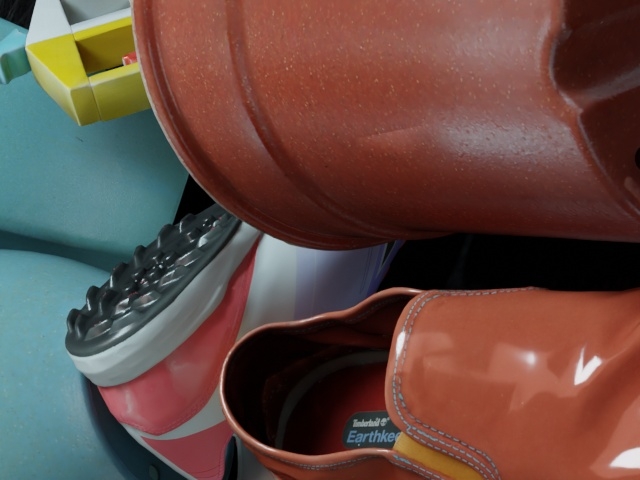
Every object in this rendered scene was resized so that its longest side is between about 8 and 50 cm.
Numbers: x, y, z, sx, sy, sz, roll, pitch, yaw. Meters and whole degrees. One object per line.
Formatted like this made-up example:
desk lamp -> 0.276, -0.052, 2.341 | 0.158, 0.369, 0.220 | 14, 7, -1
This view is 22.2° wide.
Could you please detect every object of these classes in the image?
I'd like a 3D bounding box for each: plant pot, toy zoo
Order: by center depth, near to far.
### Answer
plant pot -> 0.095, -0.113, 0.757 | 0.265, 0.272, 0.272 | 12, 76, 53
plant pot -> -0.168, 0.123, 0.978 | 0.195, 0.290, 0.290 | -24, 43, 29
toy zoo -> -0.084, -0.154, 1.120 | 0.293, 0.030, 0.192 | -18, 30, -8
plant pot -> -0.223, -0.052, 1.230 | 0.165, 0.234, 0.165 | 129, 159, -67

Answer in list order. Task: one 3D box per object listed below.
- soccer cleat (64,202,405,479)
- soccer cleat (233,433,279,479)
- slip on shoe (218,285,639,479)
soccer cleat -> 0.000, 0.000, 0.932 | 0.318, 0.116, 0.109 | -43, 23, -26
soccer cleat -> -0.017, 0.123, 0.934 | 0.076, 0.068, 0.196 | -18, 36, 15
slip on shoe -> 0.078, 0.071, 0.743 | 0.331, 0.101, 0.123 | -9, 56, 45
